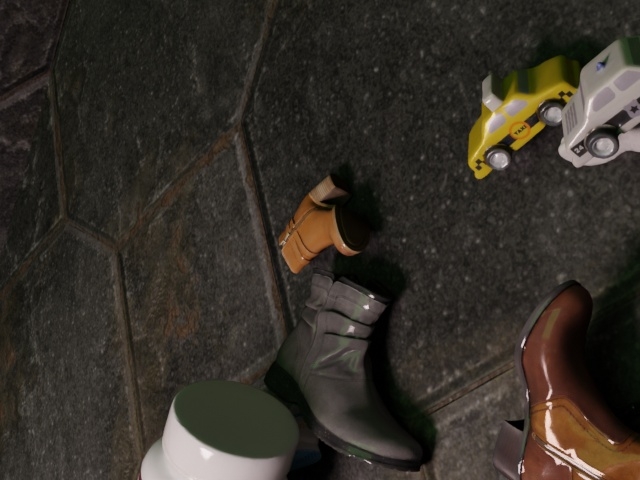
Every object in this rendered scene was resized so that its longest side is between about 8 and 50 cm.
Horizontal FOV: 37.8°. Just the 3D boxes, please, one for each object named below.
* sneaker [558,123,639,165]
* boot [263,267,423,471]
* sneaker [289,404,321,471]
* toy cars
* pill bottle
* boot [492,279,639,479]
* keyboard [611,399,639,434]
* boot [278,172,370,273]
[{"bbox_3d":[0.376,-0.152,1.104,0.212,0.080,0.094,-5,65,51],"label":"sneaker"},{"bbox_3d":[0.052,0.174,1.371,0.338,0.118,0.222,30,98,45],"label":"boot"},{"bbox_3d":[-0.087,0.330,1.520,0.229,0.087,0.092,-25,54,36],"label":"sneaker"},{"bbox_3d":[0.286,-0.174,1.121,0.176,0.087,0.394,-59,19,-12],"label":"toy cars"},{"bbox_3d":[-0.176,0.420,1.392,0.224,0.224,0.392,44,122,47],"label":"pill bottle"},{"bbox_3d":[0.330,0.205,1.002,0.280,0.096,0.264,26,104,45],"label":"boot"},{"bbox_3d":[0.370,0.226,1.043,0.180,0.023,0.108,-39,59,36],"label":"keyboard"},{"bbox_3d":[0.000,0.000,1.498,0.152,0.073,0.197,-48,28,22],"label":"boot"}]
